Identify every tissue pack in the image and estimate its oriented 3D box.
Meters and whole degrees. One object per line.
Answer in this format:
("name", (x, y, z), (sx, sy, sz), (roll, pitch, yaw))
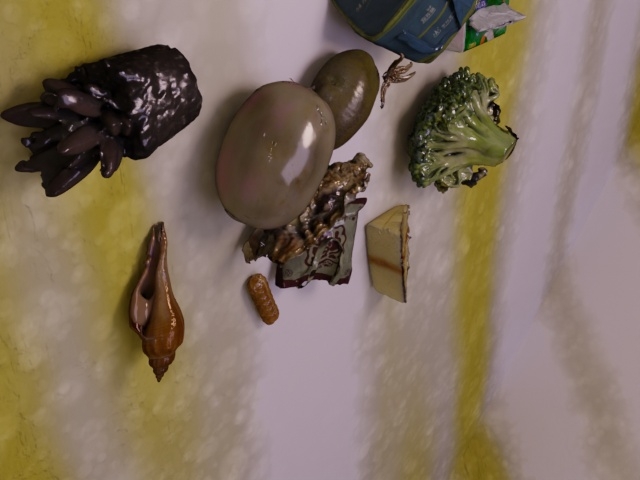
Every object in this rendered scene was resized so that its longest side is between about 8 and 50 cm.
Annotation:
("tissue pack", (0.420, -0.589, 2.090), (0.209, 0.156, 0.148), (-28, 127, -37))

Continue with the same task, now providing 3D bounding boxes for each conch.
("conch", (-0.333, 0.127, 1.635), (0.093, 0.109, 0.331), (135, -45, -90))

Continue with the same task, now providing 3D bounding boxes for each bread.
("bread", (0.233, 0.027, 2.216), (0.178, 0.135, 0.240), (-34, 131, -35))
("bread", (-0.136, 0.142, 1.910), (0.052, 0.044, 0.157), (-50, 142, -29))

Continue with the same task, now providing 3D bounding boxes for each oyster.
("oyster", (-0.043, -0.083, 1.761), (0.354, 0.201, 0.107), (-42, 124, -6))

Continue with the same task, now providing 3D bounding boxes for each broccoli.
("broccoli", (0.367, -0.286, 2.151), (0.334, 0.272, 0.324), (-25, 167, -49))

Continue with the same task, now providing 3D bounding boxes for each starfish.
("starfish", (0.157, -0.365, 1.818), (0.133, 0.041, 0.130), (7, 116, -59))

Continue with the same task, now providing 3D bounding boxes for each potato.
("potato", (0.043, -0.307, 1.784), (0.251, 0.159, 0.174), (-55, 151, -6))

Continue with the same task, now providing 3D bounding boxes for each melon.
("melon", (-0.092, -0.178, 1.642), (0.223, 0.223, 0.317), (19, 96, -53))

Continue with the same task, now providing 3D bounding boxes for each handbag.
("handbag", (0.197, -0.545, 1.768), (0.241, 0.222, 0.263), (2, 136, -52))
("handbag", (0.000, 0.000, 1.922), (0.212, 0.127, 0.235), (0, 106, -25))

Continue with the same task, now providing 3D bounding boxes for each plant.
("plant", (-0.366, -0.213, 1.344), (0.320, 0.194, 0.182), (-35, 121, -40))
